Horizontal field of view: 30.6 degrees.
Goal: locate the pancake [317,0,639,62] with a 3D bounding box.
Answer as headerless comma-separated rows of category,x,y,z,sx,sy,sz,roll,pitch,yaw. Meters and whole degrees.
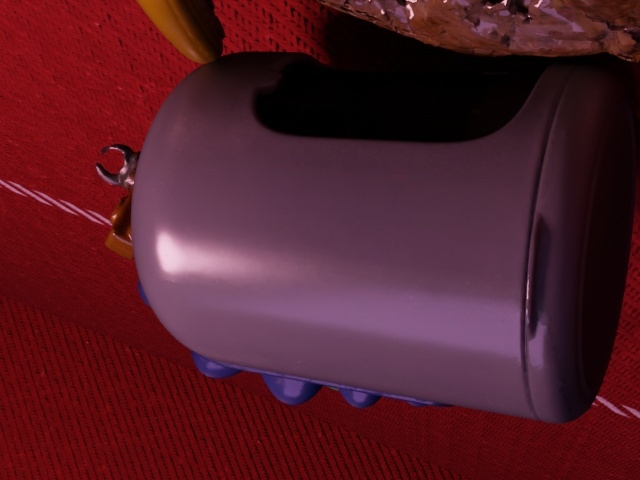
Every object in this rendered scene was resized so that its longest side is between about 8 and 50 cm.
pancake,0.061,-0.198,0.582,0.387,0.082,0.387,18,165,5

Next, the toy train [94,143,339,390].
toy train,0.000,0.000,1.072,0.429,0.178,0.249,27,151,-9

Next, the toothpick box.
toothpick box,0.024,-0.002,0.823,0.355,0.263,0.263,7,156,22

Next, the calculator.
calculator,-0.106,-0.189,0.730,0.032,0.146,0.235,-22,166,5
